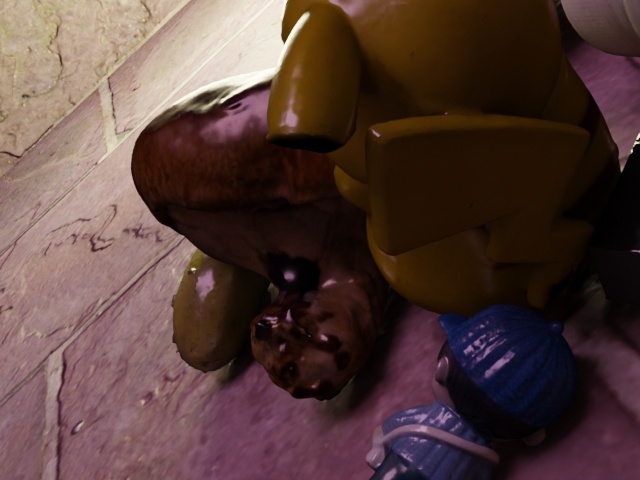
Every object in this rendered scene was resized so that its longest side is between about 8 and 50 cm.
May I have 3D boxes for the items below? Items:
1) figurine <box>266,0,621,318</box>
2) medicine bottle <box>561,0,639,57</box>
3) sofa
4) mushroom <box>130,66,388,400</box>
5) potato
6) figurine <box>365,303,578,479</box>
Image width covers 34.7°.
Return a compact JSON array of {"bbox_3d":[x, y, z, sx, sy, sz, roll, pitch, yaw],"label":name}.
[{"bbox_3d":[0.070,-0.068,0.582,0.169,0.326,0.218,20,68,43],"label":"figurine"},{"bbox_3d":[0.271,-0.175,0.629,0.152,0.152,0.254,-48,26,-9],"label":"medicine bottle"},{"bbox_3d":[0.223,-0.025,0.593,0.085,0.060,0.147,5,51,39],"label":"sofa"},{"bbox_3d":[-0.014,-0.032,0.810,0.267,0.267,0.254,33,104,66],"label":"mushroom"},{"bbox_3d":[-0.084,0.039,0.936,0.188,0.085,0.105,-81,12,-61],"label":"potato"},{"bbox_3d":[0.077,0.101,0.575,0.149,0.086,0.087,-51,-7,-10],"label":"figurine"}]
